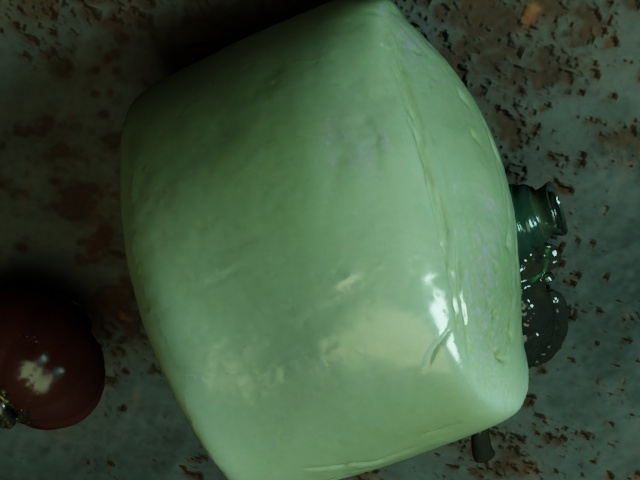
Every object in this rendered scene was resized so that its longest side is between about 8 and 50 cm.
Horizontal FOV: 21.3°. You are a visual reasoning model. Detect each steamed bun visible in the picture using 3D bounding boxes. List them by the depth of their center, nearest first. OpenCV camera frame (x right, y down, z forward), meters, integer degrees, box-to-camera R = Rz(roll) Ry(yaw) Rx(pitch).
[{"bbox_3d":[0.000,0.000,0.911,0.200,0.155,0.250,-19,82,20],"label":"steamed bun"}]

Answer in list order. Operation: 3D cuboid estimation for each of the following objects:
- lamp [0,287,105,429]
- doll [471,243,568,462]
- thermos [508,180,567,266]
[{"bbox_3d":[-0.183,0.075,1.073,0.101,0.090,0.101,28,149,18],"label":"lamp"},{"bbox_3d":[0.084,0.060,1.082,0.139,0.057,0.165,19,118,-12],"label":"doll"},{"bbox_3d":[0.053,0.003,1.016,0.188,0.083,0.073,-16,132,20],"label":"thermos"}]
